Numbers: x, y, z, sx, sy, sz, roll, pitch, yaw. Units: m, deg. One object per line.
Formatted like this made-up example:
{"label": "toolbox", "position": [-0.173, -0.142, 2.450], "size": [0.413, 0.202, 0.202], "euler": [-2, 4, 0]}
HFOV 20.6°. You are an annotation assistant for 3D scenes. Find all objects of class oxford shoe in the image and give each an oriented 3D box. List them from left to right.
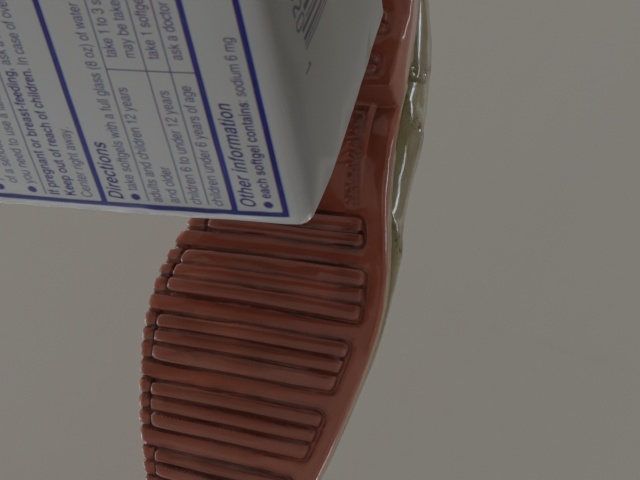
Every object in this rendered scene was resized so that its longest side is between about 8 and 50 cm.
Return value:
{"label": "oxford shoe", "position": [0.000, 0.000, 1.061], "size": [0.141, 0.146, 0.397], "euler": [14, -95, 20]}

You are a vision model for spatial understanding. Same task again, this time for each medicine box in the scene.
{"label": "medicine box", "position": [-0.142, -0.155, 0.740], "size": [0.289, 0.149, 0.263], "euler": [5, -41, 16]}
